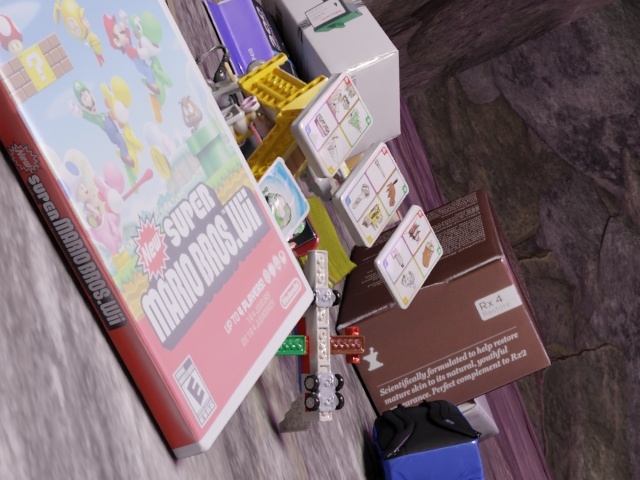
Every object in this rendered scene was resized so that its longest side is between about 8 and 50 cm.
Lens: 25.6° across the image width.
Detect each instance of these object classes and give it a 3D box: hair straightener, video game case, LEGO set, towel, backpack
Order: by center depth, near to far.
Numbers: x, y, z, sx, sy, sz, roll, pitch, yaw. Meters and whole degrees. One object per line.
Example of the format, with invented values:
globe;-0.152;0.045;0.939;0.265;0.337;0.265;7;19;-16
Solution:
video game case;-0.104;-0.040;0.844;0.285;0.025;0.204;63;27;-14
LEGO set;-0.011;0.018;1.039;0.182;0.060;0.244;59;45;-26
LEGO set;-0.031;-0.050;1.123;0.287;0.132;0.107;-99;164;-58
hair straightener;-0.066;-0.094;1.302;0.089;0.047;0.230;48;20;-64
backpack;0.096;0.208;1.317;0.120;0.098;0.101;-114;-162;-71
towel;0.000;0.000;1.525;0.237;0.021;0.102;-28;94;-81

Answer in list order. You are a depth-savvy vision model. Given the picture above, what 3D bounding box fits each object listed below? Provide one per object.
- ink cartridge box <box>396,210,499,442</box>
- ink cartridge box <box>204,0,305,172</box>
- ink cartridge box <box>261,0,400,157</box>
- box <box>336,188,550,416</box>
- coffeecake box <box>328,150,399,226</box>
ink cartridge box;0.157;0.127;1.980;0.239;0.060;0.275;50;19;-56
ink cartridge box;-0.052;-0.177;1.609;0.206;0.045;0.208;67;10;3
ink cartridge box;0.011;-0.232;1.724;0.219;0.093;0.160;58;-14;33
box;0.140;0.067;1.614;0.381;0.191;0.143;-66;131;-77
coffeecake box;0.032;-0.120;1.865;0.142;0.068;0.185;58;13;-46
